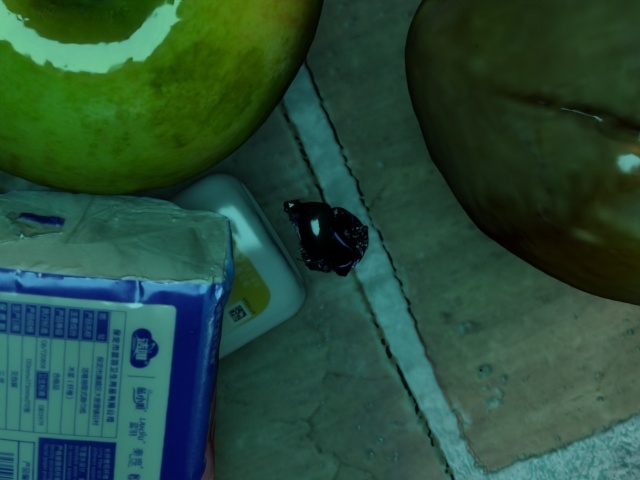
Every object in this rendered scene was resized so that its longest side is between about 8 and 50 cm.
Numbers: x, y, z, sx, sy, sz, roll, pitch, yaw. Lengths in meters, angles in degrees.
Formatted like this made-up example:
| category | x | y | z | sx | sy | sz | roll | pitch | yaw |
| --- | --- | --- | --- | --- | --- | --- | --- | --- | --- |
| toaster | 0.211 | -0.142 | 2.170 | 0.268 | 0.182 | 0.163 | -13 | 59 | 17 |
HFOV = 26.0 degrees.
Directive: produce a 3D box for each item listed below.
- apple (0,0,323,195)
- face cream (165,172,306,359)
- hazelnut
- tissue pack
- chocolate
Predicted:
| category | x | y | z | sx | sy | sz | roll | pitch | yaw |
| --- | --- | --- | --- | --- | --- | --- | --- | --- | --- |
| apple | -0.163 | -0.193 | 1.001 | 0.340 | 0.339 | 0.339 | 0 | 93 | 3 |
| face cream | -0.164 | 0.066 | 1.165 | 0.291 | 0.071 | 0.144 | -29 | 102 | 4 |
| hazelnut | 0.243 | -0.123 | 1.026 | 0.372 | 0.315 | 0.372 | 1 | 88 | -27 |
| tissue pack | -0.179 | 0.103 | 1.061 | 0.209 | 0.137 | 0.269 | 3 | 122 | -7 |
| chocolate | 0.003 | 0.002 | 1.120 | 0.072 | 0.147 | 0.070 | 33 | 98 | 8 |
